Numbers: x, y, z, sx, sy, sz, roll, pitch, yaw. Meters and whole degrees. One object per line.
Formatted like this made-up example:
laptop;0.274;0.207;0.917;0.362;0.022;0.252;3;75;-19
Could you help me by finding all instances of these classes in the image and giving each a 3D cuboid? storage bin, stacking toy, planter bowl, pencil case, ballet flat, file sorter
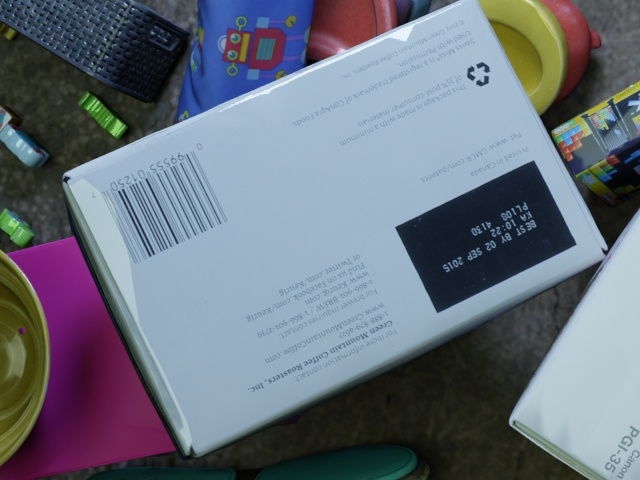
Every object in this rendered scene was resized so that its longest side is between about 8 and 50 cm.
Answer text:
storage bin;-0.234;-0.217;1.598;0.180;0.122;0.084;31;95;20
stacking toy;-0.323;-0.121;1.657;0.221;0.052;0.167;42;99;18
planter bowl;-0.308;0.103;1.413;0.217;0.090;0.217;-2;85;20
pencil case;-0.064;-0.193;1.444;0.119;0.133;0.306;4;116;-13
ballet flat;-0.059;0.259;1.501;0.348;0.123;0.123;-7;82;18
stacking toy;0.088;-0.145;1.514;0.309;0.130;0.279;29;120;23
file sorter;-0.184;0.105;1.515;0.291;0.182;0.202;-13;81;19

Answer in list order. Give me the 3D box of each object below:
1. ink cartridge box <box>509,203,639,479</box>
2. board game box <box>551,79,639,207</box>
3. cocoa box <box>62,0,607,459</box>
ink cartridge box;0.256;0.077;1.301;0.117;0.283;0.207;33;95;8
board game box;0.282;-0.091;1.377;0.141;0.170;0.048;-29;74;15
cocoa box;0.000;0.000;1.288;0.347;0.228;0.231;-25;86;-10
